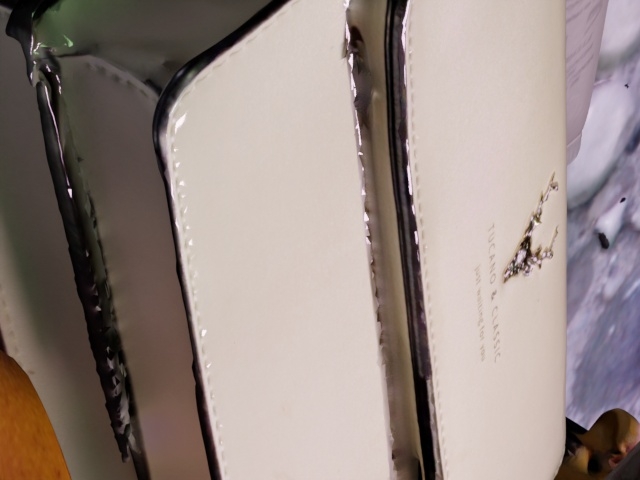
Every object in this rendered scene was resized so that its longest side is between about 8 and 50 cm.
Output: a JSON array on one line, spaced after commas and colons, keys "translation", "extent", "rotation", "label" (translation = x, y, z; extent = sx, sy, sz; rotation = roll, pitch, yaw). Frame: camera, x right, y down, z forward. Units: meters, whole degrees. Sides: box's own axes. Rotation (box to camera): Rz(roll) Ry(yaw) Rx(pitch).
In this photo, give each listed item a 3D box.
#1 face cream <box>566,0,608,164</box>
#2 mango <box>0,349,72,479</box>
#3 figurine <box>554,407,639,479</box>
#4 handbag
[{"translation": [0.086, -0.101, 0.877], "extent": [0.143, 0.089, 0.314], "rotation": [-40, 149, -27], "label": "face cream"}, {"translation": [-0.149, 0.134, 0.684], "extent": [0.236, 0.136, 0.166], "rotation": [9, 64, -75], "label": "mango"}, {"translation": [0.115, 0.177, 1.001], "extent": [0.308, 0.308, 0.143], "rotation": [-38, 104, -30], "label": "figurine"}, {"translation": [0.000, 0.000, 0.766], "extent": [0.236, 0.160, 0.358], "rotation": [-42, 143, -32], "label": "handbag"}]
